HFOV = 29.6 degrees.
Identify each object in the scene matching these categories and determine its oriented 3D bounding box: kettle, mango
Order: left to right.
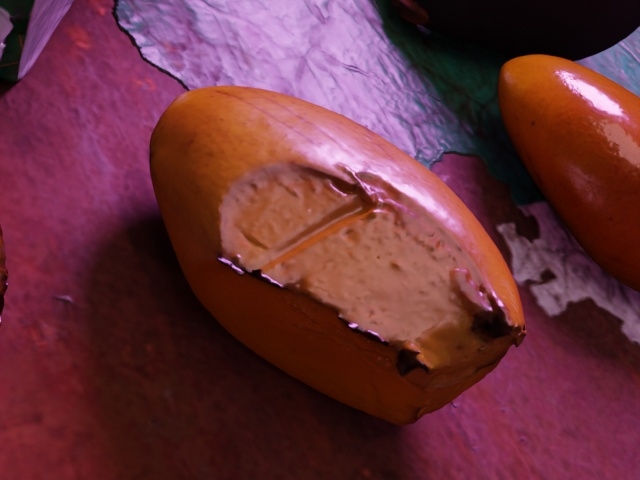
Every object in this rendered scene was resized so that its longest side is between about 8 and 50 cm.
[{"bbox_3d":[0.000,0.000,0.700,0.252,0.126,0.154,41,58,16],"label":"mango"},{"bbox_3d":[0.153,-0.271,0.987,0.240,0.165,0.255,-7,58,3],"label":"kettle"},{"bbox_3d":[0.214,-0.056,0.871,0.217,0.102,0.141,45,41,7],"label":"mango"}]

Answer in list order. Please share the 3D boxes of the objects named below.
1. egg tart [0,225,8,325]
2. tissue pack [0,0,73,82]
[{"bbox_3d":[-0.238,0.011,0.508,0.215,0.171,0.215,1,86,-17],"label":"egg tart"},{"bbox_3d":[-0.250,-0.183,0.693,0.209,0.148,0.156,26,53,-9],"label":"tissue pack"}]
